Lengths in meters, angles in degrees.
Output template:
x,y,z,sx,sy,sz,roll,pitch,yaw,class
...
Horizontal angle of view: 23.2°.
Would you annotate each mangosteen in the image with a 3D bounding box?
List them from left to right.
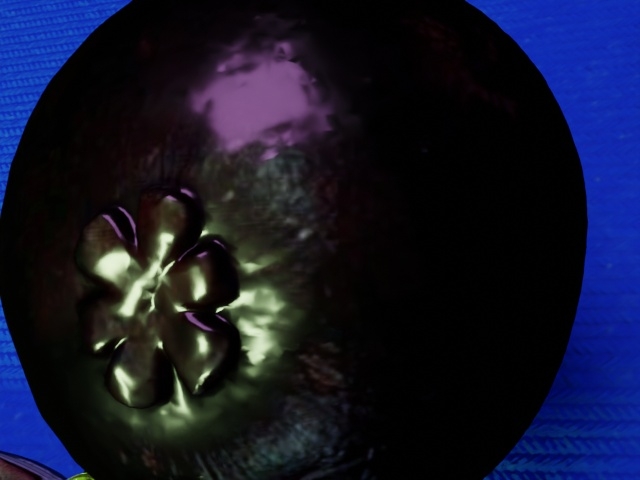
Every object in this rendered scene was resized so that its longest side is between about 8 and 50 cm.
x,y,z,sx,sy,sz,roll,pitch,yaw,class
0.000,0.000,1.019,0.382,0.382,0.435,-4,8,26,mangosteen

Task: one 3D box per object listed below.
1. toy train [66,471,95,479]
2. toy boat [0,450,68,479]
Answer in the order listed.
x,y,z,sx,sy,sz,roll,pitch,yaw,class
-0.170,0.230,1.050,0.085,0.053,0.249,4,45,25,toy train
-0.293,0.180,1.192,0.229,0.046,0.080,6,49,32,toy boat
